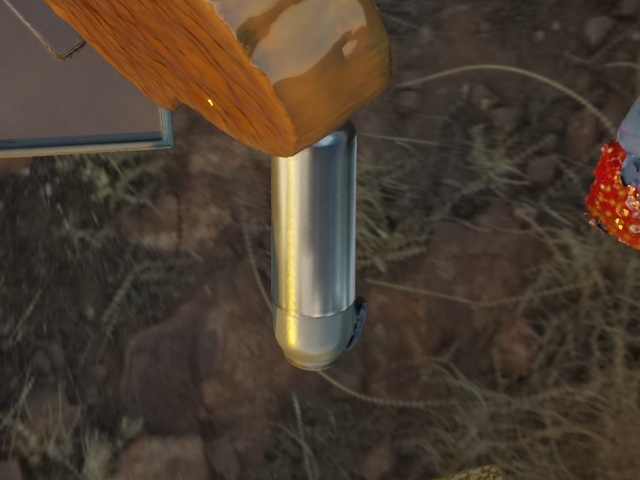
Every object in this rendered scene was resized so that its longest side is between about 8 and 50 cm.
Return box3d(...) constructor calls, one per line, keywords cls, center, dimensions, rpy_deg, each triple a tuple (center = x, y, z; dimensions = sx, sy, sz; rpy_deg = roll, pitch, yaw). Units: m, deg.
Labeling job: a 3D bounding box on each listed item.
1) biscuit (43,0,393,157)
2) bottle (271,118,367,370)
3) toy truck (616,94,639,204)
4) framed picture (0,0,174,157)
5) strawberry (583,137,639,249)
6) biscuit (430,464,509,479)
box3d(cls="biscuit", center=(-0.133, -0.180, 0.564), dimensions=(0.385, 0.365, 0.062), rpy_deg=(45, 82, -15))
box3d(cls="bottle", center=(0.000, 0.000, 1.561), dimensions=(0.096, 0.079, 0.254), rpy_deg=(-9, 119, -19))
box3d(cls="toy truck", center=(0.320, -0.042, 1.082), dimensions=(0.124, 0.268, 0.155), rpy_deg=(-55, 143, -6))
box3d(cls="framed picture", center=(-0.183, -0.154, 1.155), dimensions=(0.150, 0.015, 0.203), rpy_deg=(-4, 116, -1))
box3d(cls="strawberry", center=(0.407, -0.051, 1.616), dimensions=(0.306, 0.138, 0.233), rpy_deg=(-39, 103, 24))
box3d(cls="biscuit", center=(0.056, 0.250, 1.151), dimensions=(0.239, 0.212, 0.041), rpy_deg=(-45, 134, -22))
